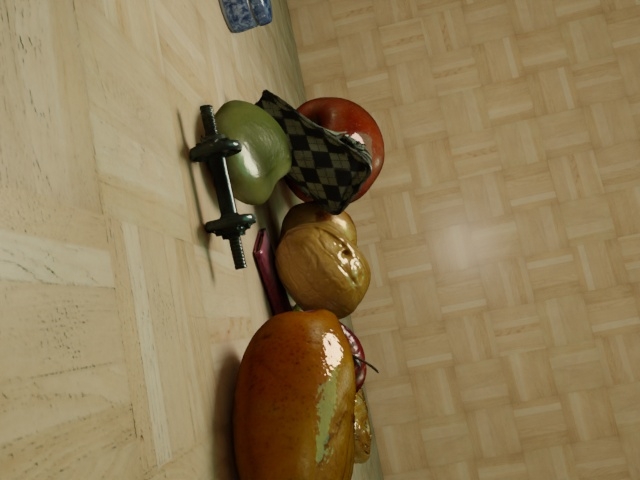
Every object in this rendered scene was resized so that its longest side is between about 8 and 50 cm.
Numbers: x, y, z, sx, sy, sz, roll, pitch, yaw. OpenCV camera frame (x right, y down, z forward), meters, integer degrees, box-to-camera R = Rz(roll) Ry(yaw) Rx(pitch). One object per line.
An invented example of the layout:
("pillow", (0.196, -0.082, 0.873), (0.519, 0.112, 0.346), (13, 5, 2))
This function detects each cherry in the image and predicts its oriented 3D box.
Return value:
("cherry", (-0.002, 0.235, 1.160), (0.175, 0.192, 0.249), (-64, -178, -4))

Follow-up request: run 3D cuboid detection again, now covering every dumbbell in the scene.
("dumbbell", (-0.147, -0.081, 0.877), (0.081, 0.081, 0.254), (-11, 89, -84))

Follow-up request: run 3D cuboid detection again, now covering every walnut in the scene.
("walnut", (0.005, 0.062, 1.248), (0.226, 0.193, 0.193), (54, 6, 2))

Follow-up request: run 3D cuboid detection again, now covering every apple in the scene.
("apple", (0.028, -0.272, 1.779), (0.277, 0.348, 0.349), (37, 36, -47))

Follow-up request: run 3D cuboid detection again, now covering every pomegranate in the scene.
("pomegranate", (0.000, 0.000, 1.441), (0.215, 0.215, 0.216), (-12, 90, -84))

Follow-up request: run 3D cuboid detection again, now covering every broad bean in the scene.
("broad bean", (-0.128, -0.161, 1.046), (0.263, 0.121, 0.189), (-72, 145, -74))

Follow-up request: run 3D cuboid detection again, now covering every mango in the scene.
("mango", (-0.040, 0.268, 0.810), (0.199, 0.201, 0.350), (30, 44, -30))

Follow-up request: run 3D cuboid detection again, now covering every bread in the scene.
("bread", (0.078, 0.507, 1.633), (0.236, 0.120, 0.198), (-94, 168, -52))

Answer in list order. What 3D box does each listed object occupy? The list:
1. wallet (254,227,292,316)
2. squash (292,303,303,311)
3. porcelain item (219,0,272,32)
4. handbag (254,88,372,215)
("wallet", (-0.098, 0.100, 1.249), (0.119, 0.025, 0.233), (-87, 163, -66))
("squash", (-0.027, 0.195, 1.514), (0.239, 0.069, 0.069), (61, 18, -73))
("porcelain item", (-0.184, -0.597, 1.424), (0.147, 0.114, 0.147), (-13, 90, -85))
("handbag", (-0.033, -0.224, 1.412), (0.316, 0.180, 0.416), (34, 12, -2))
